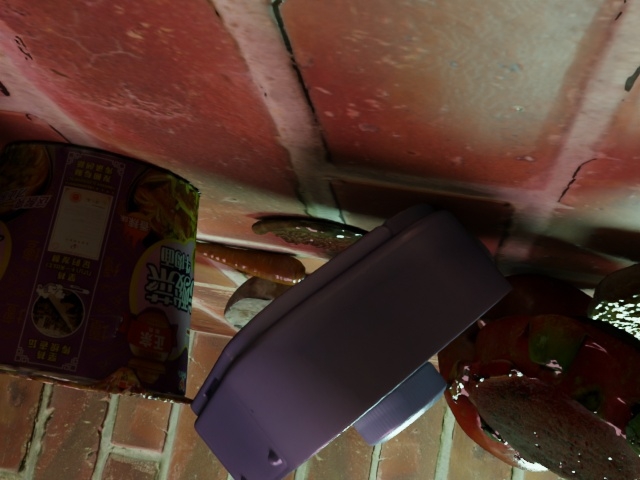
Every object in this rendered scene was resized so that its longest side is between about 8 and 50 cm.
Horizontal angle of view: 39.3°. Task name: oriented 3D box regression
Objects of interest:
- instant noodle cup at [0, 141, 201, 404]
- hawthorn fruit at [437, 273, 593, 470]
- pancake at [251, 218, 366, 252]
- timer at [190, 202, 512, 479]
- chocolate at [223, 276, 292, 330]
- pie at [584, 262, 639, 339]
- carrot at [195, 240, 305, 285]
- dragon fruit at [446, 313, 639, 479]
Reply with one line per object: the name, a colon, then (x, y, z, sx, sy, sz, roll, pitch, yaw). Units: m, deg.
instant noodle cup: (-0.287, 0.045, 1.088, 0.340, 0.266, 0.340, 11, 169, 2)
hawthorn fruit: (0.291, 0.172, 1.235, 0.275, 0.275, 0.300, 0, 151, 40)
pancake: (0.000, 0.000, 1.235, 0.190, 0.020, 0.184, 10, 170, 0)
timer: (0.056, 0.121, 0.988, 0.173, 0.395, 0.395, 50, 174, 10)
chocolate: (-0.024, 0.126, 1.674, 0.303, 0.100, 0.185, 11, 158, -19)
pie: (0.406, 0.062, 1.033, 0.193, 0.079, 0.163, 4, 160, -11)
carrot: (-0.126, 0.030, 1.447, 0.216, 0.048, 0.048, 14, 169, 6)
dragon fruit: (0.283, 0.178, 0.996, 0.268, 0.130, 0.295, 53, 153, -20)
